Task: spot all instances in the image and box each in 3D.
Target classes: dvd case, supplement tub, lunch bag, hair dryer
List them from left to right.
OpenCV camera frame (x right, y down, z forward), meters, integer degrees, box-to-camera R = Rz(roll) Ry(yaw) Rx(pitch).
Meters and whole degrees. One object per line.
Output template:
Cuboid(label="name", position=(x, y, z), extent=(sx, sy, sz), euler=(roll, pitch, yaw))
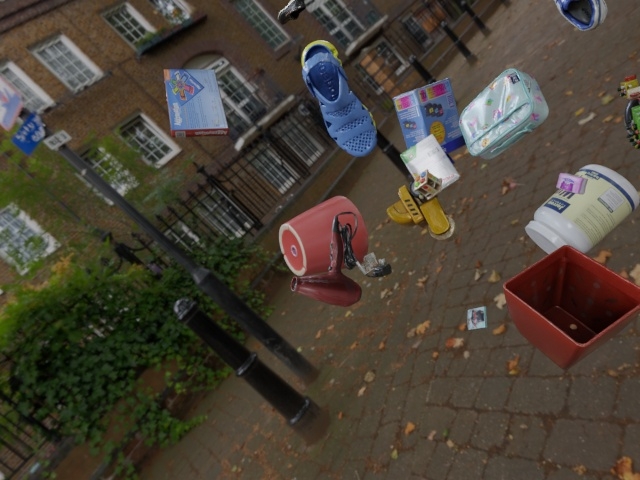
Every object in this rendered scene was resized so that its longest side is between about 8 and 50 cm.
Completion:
Cuboid(label="hair dryer", position=(0.038, 0.070, 1.099), extent=(0.293, 0.223, 0.080), euler=(-33, -6, -36))
Cuboid(label="dvd case", position=(0.655, 0.328, 1.717), extent=(0.119, 0.013, 0.087), euler=(130, 146, -69))
Cuboid(label="lunch bag", position=(0.613, -0.421, 1.389), extent=(0.279, 0.108, 0.224), euler=(-44, 43, 51))
Cuboid(label="supplement tub", position=(0.973, -0.097, 1.544), extent=(0.325, 0.235, 0.235), euler=(-45, 9, 7))

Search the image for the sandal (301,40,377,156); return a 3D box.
Cuboid(label="sandal", position=(0.041, -0.352, 1.044), extent=(0.126, 0.317, 0.138), euler=(-30, 14, 17))

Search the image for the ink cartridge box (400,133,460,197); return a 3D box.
Cuboid(label="ink cartridge box", position=(0.449, -0.298, 1.680), extent=(0.154, 0.212, 0.093), euler=(-32, -10, 13))

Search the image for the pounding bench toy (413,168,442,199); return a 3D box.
Cuboid(label="pounding bench toy", position=(0.297, -0.156, 1.186), extent=(0.083, 0.065, 0.052), euler=(-38, 32, 51))

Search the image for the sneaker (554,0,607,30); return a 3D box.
Cuboid(label="sneaker", position=(0.775, -0.781, 1.272), extent=(0.131, 0.296, 0.112), euler=(-41, -2, -39))

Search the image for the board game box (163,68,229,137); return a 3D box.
Cuboid(label="board game box", position=(-0.346, -0.384, 1.128), extent=(0.145, 0.281, 0.027), euler=(-6, -36, -19))

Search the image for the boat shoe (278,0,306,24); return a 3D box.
Cuboid(label="boat shoe", position=(-0.095, -0.738, 1.329), extent=(0.049, 0.042, 0.133), euler=(-29, 11, -35))

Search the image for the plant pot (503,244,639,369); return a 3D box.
Cuboid(label="plant pot", position=(0.739, 0.221, 1.228), extent=(0.267, 0.236, 0.267), euler=(-29, 43, -11))

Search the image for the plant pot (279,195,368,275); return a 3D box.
Cuboid(label="plant pot", position=(0.000, 0.000, 1.485), extent=(0.243, 0.275, 0.275), euler=(-20, -4, -28))

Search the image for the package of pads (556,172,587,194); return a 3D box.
Cuboid(label="package of pads", position=(0.774, -0.175, 1.259), extent=(0.083, 0.032, 0.050), euler=(-133, 43, -61))

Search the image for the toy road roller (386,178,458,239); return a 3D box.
Cuboid(label="toy road roller", position=(0.463, -0.113, 1.905), extent=(0.240, 0.329, 0.202), euler=(-32, -19, 19))

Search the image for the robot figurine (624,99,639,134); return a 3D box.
Cuboid(label="robot figurine", position=(1.116, -0.419, 1.368), extent=(0.278, 0.173, 0.209), euler=(-6, -36, -53))

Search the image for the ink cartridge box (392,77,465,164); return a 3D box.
Cuboid(label="ink cartridge box", position=(0.539, -0.541, 1.976), extent=(0.270, 0.395, 0.151), euler=(-29, 19, -31))

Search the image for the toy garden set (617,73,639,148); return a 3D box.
Cuboid(label="toy garden set", position=(0.872, -0.344, 1.141), extent=(0.049, 0.204, 0.244), euler=(-10, 18, 37))
